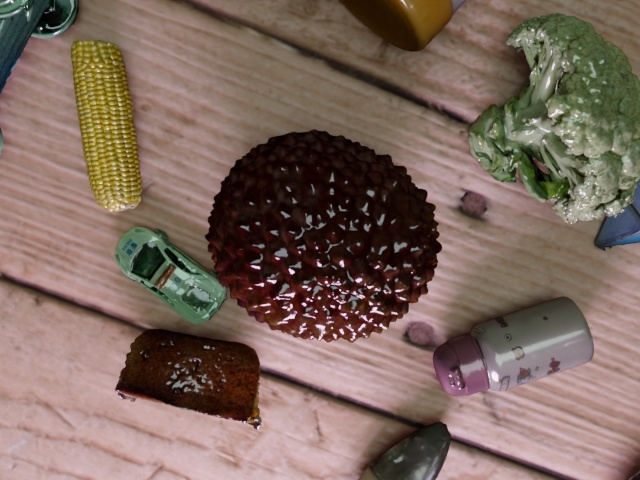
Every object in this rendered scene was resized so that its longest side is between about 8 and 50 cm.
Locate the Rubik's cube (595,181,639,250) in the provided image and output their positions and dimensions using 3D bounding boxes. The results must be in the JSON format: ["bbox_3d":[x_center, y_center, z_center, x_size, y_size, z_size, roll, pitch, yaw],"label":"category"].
[{"bbox_3d":[0.583,-0.092,1.056,0.228,0.229,0.233,24,141,30],"label":"Rubik's cube"}]

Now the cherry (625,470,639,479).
[{"bbox_3d":[0.566,0.470,1.083,0.296,0.218,0.255,-31,101,14],"label":"cherry"}]

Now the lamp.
[{"bbox_3d":[0.118,0.387,1.107,0.101,0.101,0.250,45,89,-7],"label":"lamp"}]

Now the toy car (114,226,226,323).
[{"bbox_3d":[-0.232,0.055,1.072,0.186,0.058,0.093,38,95,-7],"label":"toy car"}]

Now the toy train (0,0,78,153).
[{"bbox_3d":[-0.530,-0.285,0.967,0.272,0.179,0.442,30,96,0],"label":"toy train"}]

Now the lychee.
[{"bbox_3d":[0.000,0.000,0.964,0.305,0.330,0.306,-13,118,-25],"label":"lychee"}]

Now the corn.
[{"bbox_3d":[-0.312,-0.166,1.030,0.081,0.081,0.249,-7,97,-2],"label":"corn"}]

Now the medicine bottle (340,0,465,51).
[{"bbox_3d":[0.126,-0.419,0.946,0.238,0.238,0.232,43,91,-7],"label":"medicine bottle"}]

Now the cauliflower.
[{"bbox_3d":[0.344,-0.164,1.022,0.250,0.275,0.272,-17,134,34],"label":"cauliflower"}]

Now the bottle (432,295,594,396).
[{"bbox_3d":[0.290,0.171,1.086,0.233,0.110,0.110,-19,97,0],"label":"bottle"}]

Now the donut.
[{"bbox_3d":[-0.186,0.205,1.058,0.186,0.144,0.126,3,75,22],"label":"donut"}]
